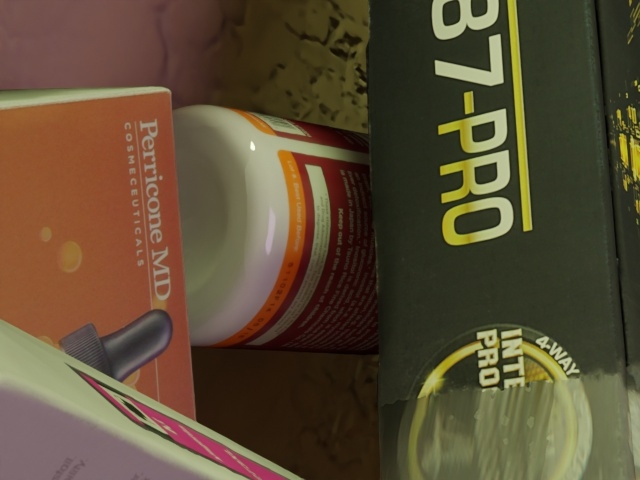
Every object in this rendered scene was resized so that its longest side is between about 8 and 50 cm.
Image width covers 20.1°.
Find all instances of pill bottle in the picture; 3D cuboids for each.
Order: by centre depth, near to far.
[{"bbox_3d":[0.000,0.000,0.676,0.152,0.086,0.086,7,87,-48],"label":"pill bottle"}]

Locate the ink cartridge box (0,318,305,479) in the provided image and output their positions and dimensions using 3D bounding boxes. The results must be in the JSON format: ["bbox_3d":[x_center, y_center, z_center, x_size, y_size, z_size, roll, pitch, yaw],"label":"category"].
[{"bbox_3d":[-0.087,0.124,0.488,0.175,0.069,0.371,-52,151,-1],"label":"ink cartridge box"}]

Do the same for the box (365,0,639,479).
[{"bbox_3d":[0.145,0.014,0.739,0.395,0.097,0.318,34,52,-54],"label":"box"}]

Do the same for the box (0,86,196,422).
[{"bbox_3d":[-0.129,0.025,0.529,0.170,0.091,0.130,-13,102,-47],"label":"box"}]
